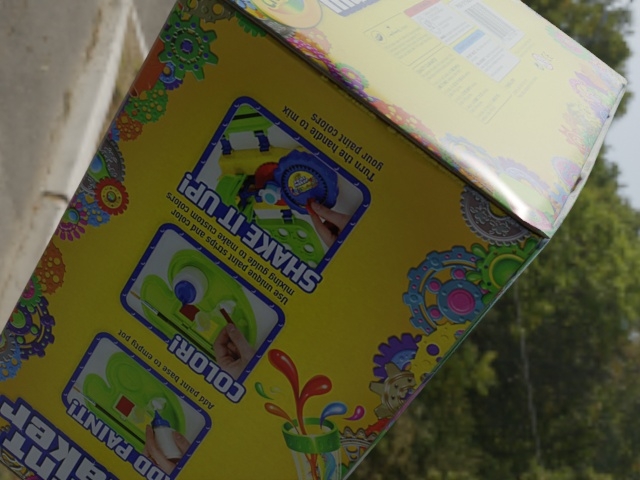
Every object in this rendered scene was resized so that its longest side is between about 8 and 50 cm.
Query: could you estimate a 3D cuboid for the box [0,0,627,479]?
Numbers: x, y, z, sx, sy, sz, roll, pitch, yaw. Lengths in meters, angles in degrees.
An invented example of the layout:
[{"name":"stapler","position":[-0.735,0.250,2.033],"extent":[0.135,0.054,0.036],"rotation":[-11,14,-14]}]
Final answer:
[{"name":"box","position":[0.000,0.000,0.589],"extent":[0.279,0.177,0.290],"rotation":[-55,174,28]}]
